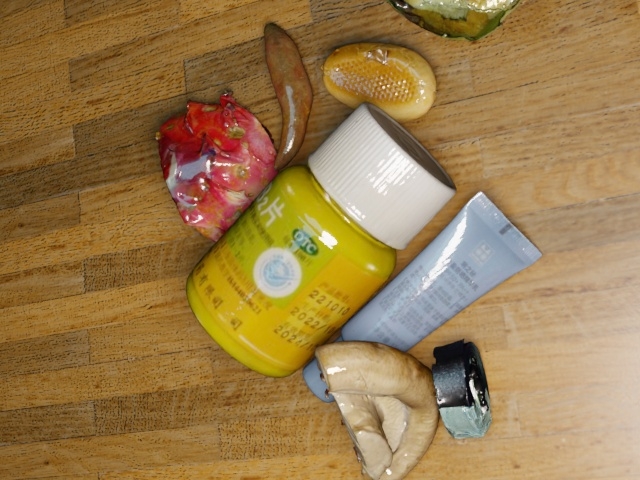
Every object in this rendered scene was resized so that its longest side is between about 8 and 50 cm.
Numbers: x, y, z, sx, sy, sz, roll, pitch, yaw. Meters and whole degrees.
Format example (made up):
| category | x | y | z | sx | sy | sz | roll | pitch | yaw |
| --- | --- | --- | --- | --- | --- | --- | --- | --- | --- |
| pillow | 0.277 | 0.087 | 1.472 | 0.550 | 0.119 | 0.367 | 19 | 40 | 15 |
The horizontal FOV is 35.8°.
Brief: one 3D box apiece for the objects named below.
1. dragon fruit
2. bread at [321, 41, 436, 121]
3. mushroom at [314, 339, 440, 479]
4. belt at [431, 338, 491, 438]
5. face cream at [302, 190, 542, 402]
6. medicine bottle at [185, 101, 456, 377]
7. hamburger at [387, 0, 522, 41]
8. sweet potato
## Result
| category | x | y | z | sx | sy | sz | roll | pitch | yaw |
| --- | --- | --- | --- | --- | --- | --- | --- | --- | --- |
| dragon fruit | -0.163 | -0.138 | 1.592 | 0.161 | 0.126 | 0.274 | -25 | 75 | 22 |
| bread | 0.094 | -0.244 | 1.507 | 0.189 | 0.077 | 0.114 | 19 | 113 | 26 |
| mushroom | 0.093 | 0.224 | 1.384 | 0.151 | 0.285 | 0.156 | -25 | 40 | -3 |
| belt | 0.201 | 0.209 | 1.389 | 0.058 | 0.105 | 0.140 | -12 | 89 | 24 |
| face cream | 0.132 | 0.098 | 1.444 | 0.385 | 0.086 | 0.135 | -42 | 106 | 16 |
| medicine bottle | 0.000 | 0.000 | 1.443 | 0.384 | 0.224 | 0.224 | -46 | 68 | 15 |
| hamburger | 0.202 | -0.435 | 1.444 | 0.285 | 0.134 | 0.265 | 41 | 100 | 17 |
| sweet potato | -0.052 | -0.240 | 1.585 | 0.078 | 0.058 | 0.255 | -12 | 76 | 22 |
